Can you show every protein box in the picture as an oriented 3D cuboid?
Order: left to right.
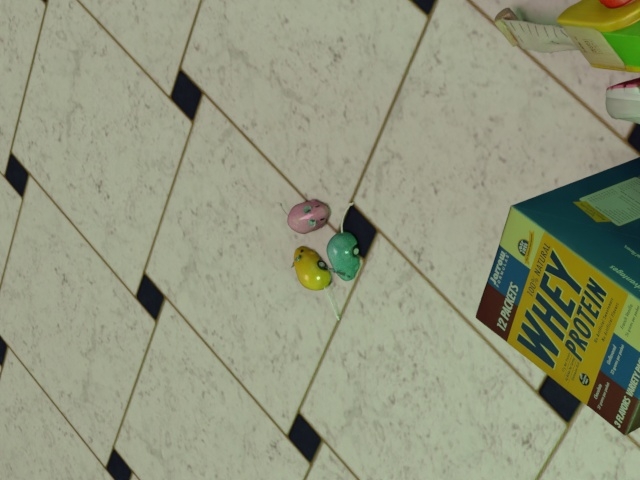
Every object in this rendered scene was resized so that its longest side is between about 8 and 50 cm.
[{"bbox_3d":[0.297,0.046,1.650,0.200,0.201,0.136,39,132,32],"label":"protein box"}]

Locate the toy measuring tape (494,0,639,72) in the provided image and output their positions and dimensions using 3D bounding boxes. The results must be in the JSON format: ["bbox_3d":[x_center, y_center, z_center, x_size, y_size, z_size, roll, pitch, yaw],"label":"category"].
[{"bbox_3d":[0.284,-0.224,1.652,0.330,0.121,0.121,-157,56,-66],"label":"toy measuring tape"}]

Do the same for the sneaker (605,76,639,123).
[{"bbox_3d":[0.365,-0.089,1.594,0.252,0.103,0.111,23,120,43],"label":"sneaker"}]

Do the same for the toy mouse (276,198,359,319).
[{"bbox_3d":[0.000,0.000,2.107,0.161,0.031,0.143,56,139,17],"label":"toy mouse"}]
